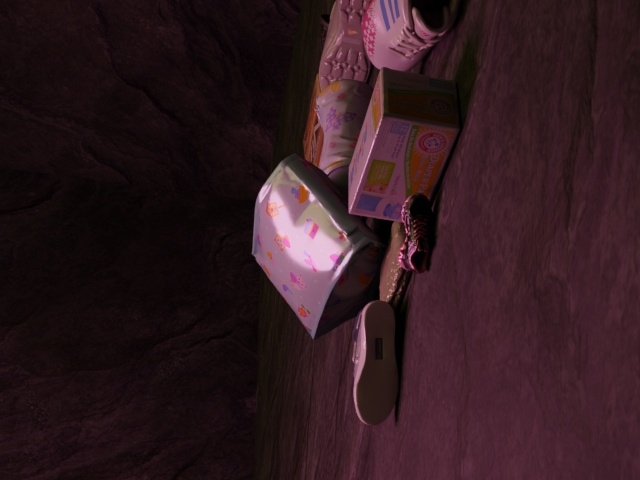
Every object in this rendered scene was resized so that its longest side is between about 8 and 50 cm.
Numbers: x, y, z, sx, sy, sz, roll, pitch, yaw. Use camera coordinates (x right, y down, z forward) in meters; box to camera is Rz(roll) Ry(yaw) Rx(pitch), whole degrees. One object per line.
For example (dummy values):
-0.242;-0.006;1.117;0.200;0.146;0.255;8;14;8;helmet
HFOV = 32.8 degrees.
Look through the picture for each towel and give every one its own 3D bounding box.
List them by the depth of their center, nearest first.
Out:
0.116;0.048;1.711;0.148;0.027;0.110;105;168;-45;towel

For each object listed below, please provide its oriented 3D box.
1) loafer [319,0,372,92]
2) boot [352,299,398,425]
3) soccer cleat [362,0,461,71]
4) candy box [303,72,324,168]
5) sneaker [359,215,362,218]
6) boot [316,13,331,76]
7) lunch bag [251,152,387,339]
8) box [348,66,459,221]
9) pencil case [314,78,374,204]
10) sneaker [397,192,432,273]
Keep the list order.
0.068;-0.424;2.239;0.111;0.112;0.319;-71;-3;-53;loafer
0.082;0.190;1.674;0.086;0.069;0.190;131;147;-76;boot
0.135;-0.329;1.609;0.331;0.116;0.143;105;159;-60;soccer cleat
0.023;-0.217;2.379;0.316;0.088;0.183;-95;15;-57;candy box
0.055;-0.062;2.114;0.208;0.081;0.094;105;-171;-53;sneaker
0.037;-0.411;2.543;0.263;0.091;0.229;-101;14;-77;boot
0.000;0.000;1.838;0.223;0.160;0.262;51;152;24;lunch bag
0.116;-0.132;1.553;0.203;0.114;0.103;107;169;-47;box
0.054;-0.183;2.012;0.273;0.124;0.113;-92;21;-45;pencil case
0.141;-0.007;1.546;0.057;0.047;0.119;-124;34;-68;sneaker
